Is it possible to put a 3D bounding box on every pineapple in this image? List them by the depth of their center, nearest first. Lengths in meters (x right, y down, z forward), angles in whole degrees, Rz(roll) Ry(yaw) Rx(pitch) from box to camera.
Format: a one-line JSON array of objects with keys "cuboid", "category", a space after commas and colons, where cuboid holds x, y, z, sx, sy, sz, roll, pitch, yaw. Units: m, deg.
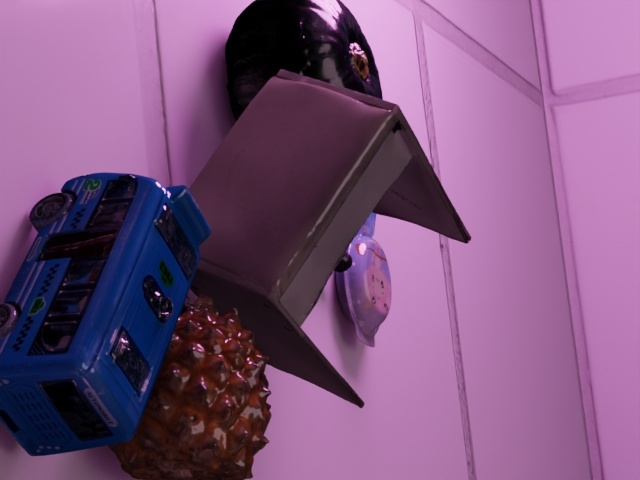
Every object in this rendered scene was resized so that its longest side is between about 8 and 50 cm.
[{"cuboid": [-0.118, 0.135, 1.209, 0.166, 0.166, 0.193, 51, 37, -51], "category": "pineapple"}]

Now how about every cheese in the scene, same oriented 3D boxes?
[{"cuboid": [0.060, 0.028, 1.812, 0.135, 0.052, 0.244, 35, 50, -60], "category": "cheese"}]

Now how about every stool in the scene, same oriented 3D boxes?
[{"cuboid": [0.000, 0.000, 1.400, 0.243, 0.170, 0.269, -56, 142, -16], "category": "stool"}]

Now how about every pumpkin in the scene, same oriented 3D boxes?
[{"cuboid": [-0.018, -0.193, 1.563, 0.233, 0.163, 0.233, -11, 90, -70], "category": "pumpkin"}]

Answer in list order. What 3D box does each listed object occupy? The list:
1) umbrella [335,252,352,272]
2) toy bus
[{"cuboid": [-0.020, -0.001, 1.635, 0.248, 0.071, 0.071, 42, 43, -67], "category": "umbrella"}, {"cuboid": [-0.188, 0.053, 1.090, 0.246, 0.134, 0.113, -74, 147, -44], "category": "toy bus"}]
